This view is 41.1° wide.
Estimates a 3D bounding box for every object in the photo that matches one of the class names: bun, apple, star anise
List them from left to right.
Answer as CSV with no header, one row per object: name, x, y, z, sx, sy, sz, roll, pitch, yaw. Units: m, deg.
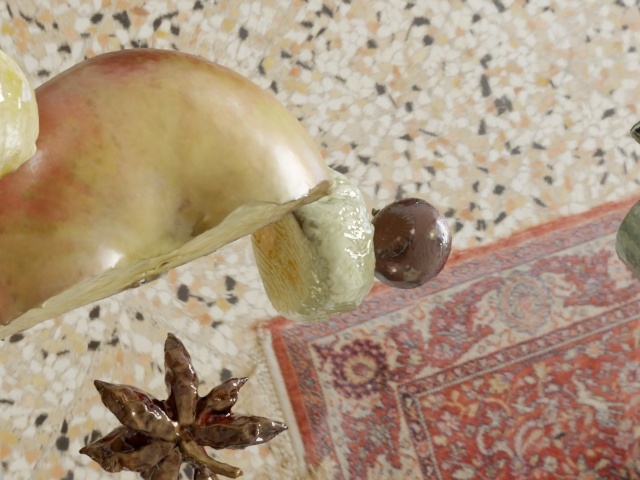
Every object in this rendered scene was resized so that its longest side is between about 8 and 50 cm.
apple,-0.154,-0.049,0.653,0.293,0.251,0.163,-23,90,-18
star anise,-0.161,0.210,0.950,0.212,0.111,0.196,-27,93,8
bun,0.000,0.000,1.214,0.153,0.244,0.243,-14,92,-22

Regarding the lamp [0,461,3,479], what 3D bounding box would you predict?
lamp,-0.465,0.171,0.844,0.269,0.047,0.266,-12,79,-7

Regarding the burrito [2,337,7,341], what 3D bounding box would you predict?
burrito,-0.515,0.128,1.364,0.044,0.118,0.074,-8,114,-24

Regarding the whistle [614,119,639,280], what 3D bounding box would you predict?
whistle,0.550,-0.028,1.222,0.188,0.168,0.404,-25,137,-4

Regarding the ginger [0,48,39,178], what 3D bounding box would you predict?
ginger,-0.243,-0.124,0.237,0.348,0.363,0.122,-24,57,-41

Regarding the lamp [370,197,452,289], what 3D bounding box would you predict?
lamp,0.153,0.008,1.434,0.135,0.156,0.157,32,59,-43
